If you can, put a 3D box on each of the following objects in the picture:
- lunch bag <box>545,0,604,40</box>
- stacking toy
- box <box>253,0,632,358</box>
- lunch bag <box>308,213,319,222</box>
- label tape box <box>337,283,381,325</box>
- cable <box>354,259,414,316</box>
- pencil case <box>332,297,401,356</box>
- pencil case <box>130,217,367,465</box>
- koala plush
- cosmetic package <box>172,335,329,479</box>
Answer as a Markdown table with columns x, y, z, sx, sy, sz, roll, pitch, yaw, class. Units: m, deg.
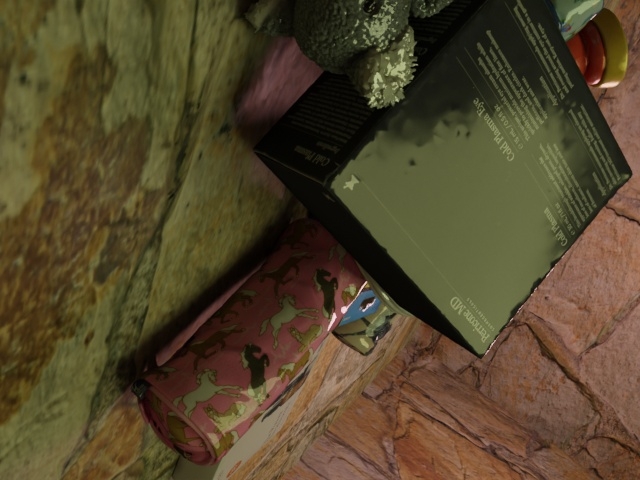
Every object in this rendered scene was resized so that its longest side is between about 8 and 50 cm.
| x | y | z | sx | sy | sz | roll | pitch | yaw | class |
| --- | --- | --- | --- | --- | --- | --- | --- | --- | --- |
| 0.241 | -0.308 | 0.857 | 0.090 | 0.176 | 0.219 | -34 | 179 | -1 | lunch bag |
| 0.348 | -0.378 | 1.119 | 0.130 | 0.280 | 0.309 | -15 | -163 | -3 | stacking toy |
| 0.157 | -0.094 | 0.831 | 0.312 | 0.179 | 0.343 | -49 | 124 | -8 | box |
| 0.032 | -0.039 | 1.147 | 0.067 | 0.098 | 0.065 | -42 | 178 | -43 | lunch bag |
| 0.117 | -0.012 | 1.342 | 0.334 | 0.106 | 0.240 | -59 | 161 | 12 | label tape box |
| 0.121 | -0.006 | 1.081 | 0.089 | 0.257 | 0.257 | -22 | -167 | 22 | cable |
| 0.153 | 0.070 | 1.562 | 0.410 | 0.183 | 0.160 | -51 | 132 | 1 | pencil case |
| -0.093 | 0.134 | 1.007 | 0.386 | 0.167 | 0.160 | -45 | -177 | -31 | pencil case |
| 0.054 | -0.244 | 0.638 | 0.221 | 0.196 | 0.203 | -57 | 174 | -4 | koala plush |
| -0.135 | 0.322 | 1.405 | 0.284 | 0.097 | 0.377 | -30 | 151 | -50 | cosmetic package |
